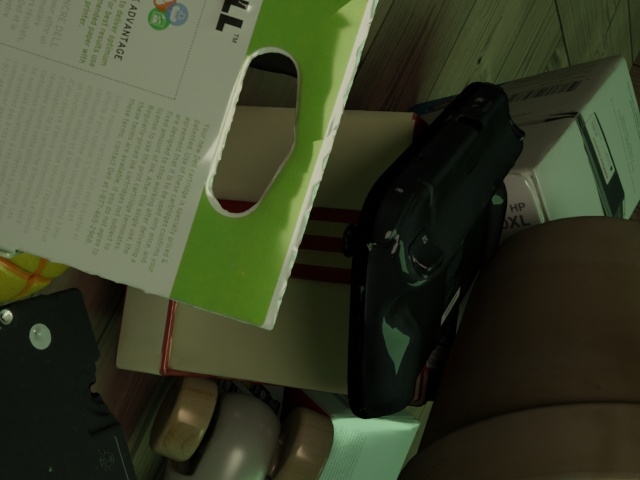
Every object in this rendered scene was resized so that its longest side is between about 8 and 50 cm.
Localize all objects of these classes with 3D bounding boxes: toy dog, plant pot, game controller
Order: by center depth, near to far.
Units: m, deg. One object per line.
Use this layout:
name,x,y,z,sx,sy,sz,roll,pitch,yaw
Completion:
game controller,0.084,-0.004,0.786,0.319,0.067,0.166,-45,150,-59
plant pot,0.218,0.144,0.875,0.323,0.323,0.280,87,7,-51
toy dog,-0.127,0.269,1.050,0.333,0.220,0.161,-45,-171,-1

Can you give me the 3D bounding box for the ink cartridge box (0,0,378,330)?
ink cartridge box,-0.117,-0.080,0.560,0.097,0.255,0.189,-63,171,-87

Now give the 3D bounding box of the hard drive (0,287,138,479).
hard drive,-0.249,0.177,0.629,0.339,0.064,0.237,-19,92,-55

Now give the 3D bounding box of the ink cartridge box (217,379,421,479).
ink cartridge box,-0.064,0.272,1.229,0.130,0.272,0.309,12,104,-37

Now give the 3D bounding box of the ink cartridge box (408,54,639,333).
ink cartridge box,0.181,-0.051,1.216,0.395,0.285,0.166,-42,117,-53

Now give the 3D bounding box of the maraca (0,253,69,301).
maraca,-0.220,-0.005,0.673,0.186,0.099,0.127,-27,155,-24

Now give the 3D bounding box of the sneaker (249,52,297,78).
sneaker,-0.017,-0.232,0.863,0.083,0.118,0.222,-44,150,-43

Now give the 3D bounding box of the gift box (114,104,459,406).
gift box,-0.019,-0.002,0.940,0.255,0.258,0.276,36,61,-67
